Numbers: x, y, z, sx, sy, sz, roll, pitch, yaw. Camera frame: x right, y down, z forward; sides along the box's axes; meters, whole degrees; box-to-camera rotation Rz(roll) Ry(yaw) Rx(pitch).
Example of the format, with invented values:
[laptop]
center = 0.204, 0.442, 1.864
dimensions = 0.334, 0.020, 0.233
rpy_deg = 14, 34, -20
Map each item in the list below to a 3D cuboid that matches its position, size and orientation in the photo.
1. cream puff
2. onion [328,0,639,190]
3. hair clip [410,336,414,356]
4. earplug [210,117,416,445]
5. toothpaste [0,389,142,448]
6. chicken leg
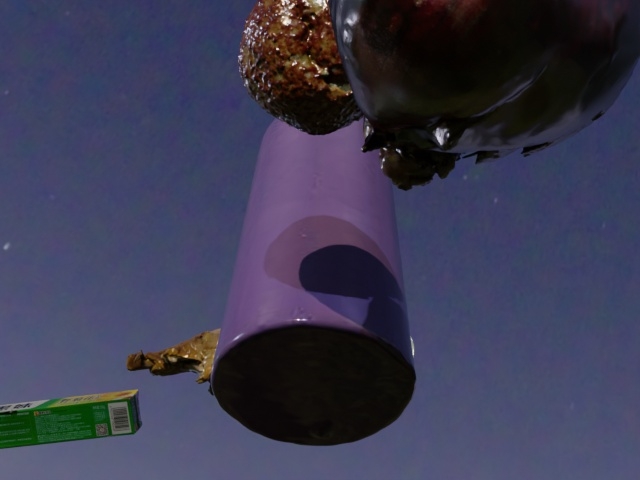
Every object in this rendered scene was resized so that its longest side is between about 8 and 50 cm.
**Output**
[cream puff]
center = -0.002, -0.169, 0.879
dimensions = 0.149, 0.084, 0.149
rpy_deg = 0, -90, 7
[onion]
center = 0.114, -0.167, 0.716
dimensions = 0.221, 0.281, 0.281
rpy_deg = 48, -42, 15
[hair clip]
center = 0.080, 0.215, 1.661
dimensions = 0.188, 0.060, 0.033
rpy_deg = -18, -30, -21
[earplug]
center = 0.000, 0.000, 1.186
dimensions = 0.215, 0.455, 0.215
rpy_deg = 1, -45, 1
[toothpaste]
center = -0.290, 0.200, 1.111
dimensions = 0.179, 0.037, 0.043
rpy_deg = -7, -83, 5
[chicken leg]
center = -0.205, 0.191, 1.558
dimensions = 0.208, 0.101, 0.085
rpy_deg = -8, -34, 8
